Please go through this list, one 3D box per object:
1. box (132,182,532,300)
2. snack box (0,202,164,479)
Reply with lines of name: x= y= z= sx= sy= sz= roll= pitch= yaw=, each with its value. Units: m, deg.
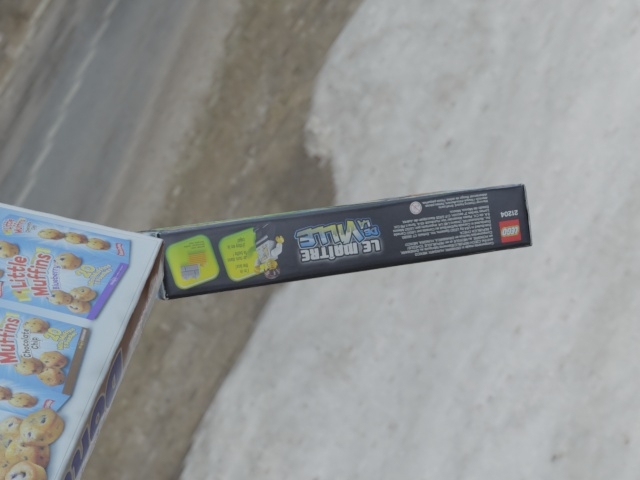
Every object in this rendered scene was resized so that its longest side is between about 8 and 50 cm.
box: x=0.000 y=0.000 z=0.835 sx=0.114 sy=0.207 sz=0.036 roll=179 pitch=84 yaw=-72
snack box: x=-0.100 y=0.059 z=0.427 sx=0.022 sy=0.064 sz=0.178 roll=96 pitch=-172 yaw=-45
